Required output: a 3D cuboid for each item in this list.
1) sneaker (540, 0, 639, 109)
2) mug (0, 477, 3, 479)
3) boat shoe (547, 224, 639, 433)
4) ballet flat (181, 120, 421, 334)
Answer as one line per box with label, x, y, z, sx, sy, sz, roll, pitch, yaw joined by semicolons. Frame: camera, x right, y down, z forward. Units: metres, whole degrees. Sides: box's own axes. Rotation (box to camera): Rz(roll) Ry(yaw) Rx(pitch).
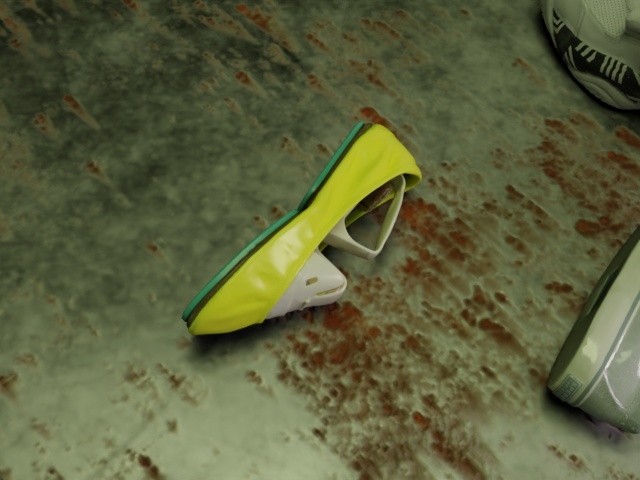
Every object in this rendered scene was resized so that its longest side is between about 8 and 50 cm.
sneaker;0.337;-0.172;0.680;0.137;0.210;0.366;-27;61;-21
mug;-0.224;0.183;0.441;0.129;0.097;0.158;41;47;7
boat shoe;0.247;0.040;0.617;0.081;0.079;0.227;36;65;8
ballet flat;0.000;0.000;0.627;0.077;0.077;0.231;40;59;2
